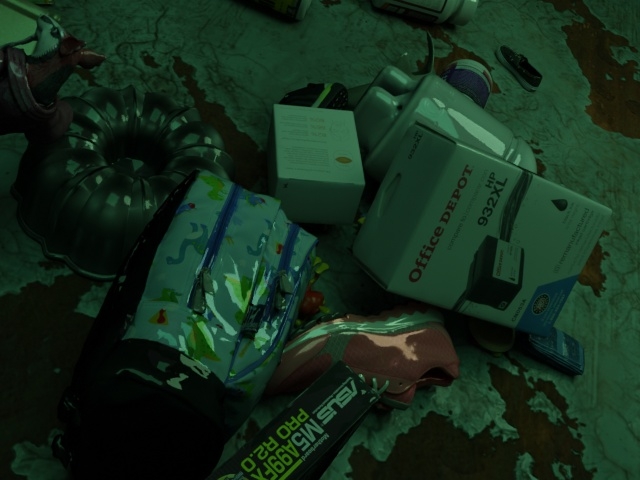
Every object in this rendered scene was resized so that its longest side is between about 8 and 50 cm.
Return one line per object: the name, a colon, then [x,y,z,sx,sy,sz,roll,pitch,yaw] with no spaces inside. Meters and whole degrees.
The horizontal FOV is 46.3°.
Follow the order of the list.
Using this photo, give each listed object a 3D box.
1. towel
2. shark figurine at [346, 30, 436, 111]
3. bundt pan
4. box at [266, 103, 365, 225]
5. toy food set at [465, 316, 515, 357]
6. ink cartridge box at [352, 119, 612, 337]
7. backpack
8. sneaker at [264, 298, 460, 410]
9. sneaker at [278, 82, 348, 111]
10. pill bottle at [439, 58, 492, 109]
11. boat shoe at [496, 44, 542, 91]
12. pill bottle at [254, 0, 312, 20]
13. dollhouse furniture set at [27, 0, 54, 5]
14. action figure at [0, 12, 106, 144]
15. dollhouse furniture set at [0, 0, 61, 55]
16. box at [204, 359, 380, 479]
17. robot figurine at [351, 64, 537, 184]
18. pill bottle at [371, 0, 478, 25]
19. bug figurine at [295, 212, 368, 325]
towel: [0.369,0.164,1.194,0.119,0.029,0.067,29,46,-10]
shark figurine: [0.166,-0.315,1.427,0.278,0.116,0.166,-32,45,-33]
bundt pan: [-0.271,-0.102,1.089,0.331,0.124,0.330,12,49,-14]
box: [-0.012,-0.116,1.141,0.130,0.091,0.170,4,48,-10]
toy food set: [0.269,0.142,1.185,0.083,0.020,0.082,36,48,8]
ink cartridge box: [0.235,-0.009,1.092,0.307,0.223,0.129,18,14,-27]
backpack: [-0.143,0.088,0.874,0.273,0.290,0.355,9,48,-14]
sneaker: [0.065,0.171,1.012,0.314,0.116,0.136,-11,59,-30]
sneaker: [-0.039,-0.212,1.325,0.097,0.084,0.234,18,42,25]
pill bottle: [0.263,-0.261,1.454,0.108,0.108,0.193,28,47,1]
boat shoe: [0.452,-0.398,1.693,0.049,0.040,0.142,-16,60,-32]
pill bottle: [-0.110,-0.540,1.518,0.208,0.119,0.119,22,47,-4]
dollhouse furniture set: [-0.524,-0.489,1.340,0.076,0.058,0.151,-7,56,-27]
action figure: [-0.432,-0.169,0.890,0.370,0.248,0.275,-13,51,21]
dollhouse furniture set: [-0.586,-0.315,1.170,0.301,0.151,0.197,23,66,-27]
box: [-0.066,0.265,0.773,0.060,0.270,0.216,43,49,15]
robot figurine: [0.212,-0.137,1.253,0.353,0.200,0.300,35,51,-5]
pill bottle: [0.234,-0.557,1.676,0.221,0.121,0.121,10,50,-15]
bug figurine: [0.000,0.000,1.154,0.279,0.072,0.216,-33,64,-34]
